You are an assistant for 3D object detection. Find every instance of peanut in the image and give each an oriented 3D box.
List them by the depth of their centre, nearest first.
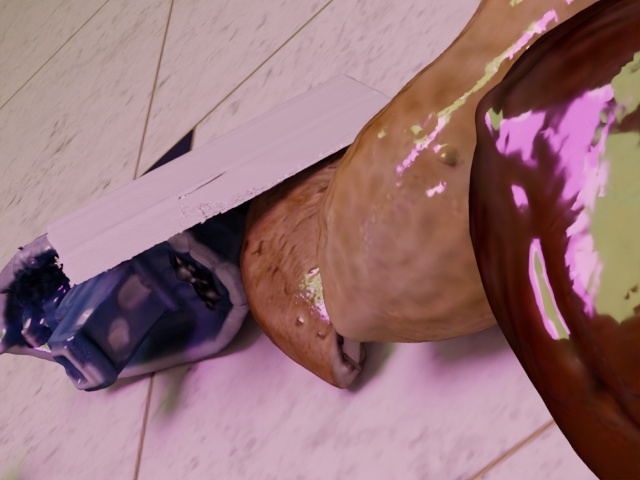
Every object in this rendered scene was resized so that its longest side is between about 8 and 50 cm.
[{"bbox_3d":[0.111,-0.063,0.807,0.313,0.149,0.149,-48,22,18],"label":"peanut"}]

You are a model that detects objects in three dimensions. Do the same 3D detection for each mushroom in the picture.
[{"bbox_3d":[-0.001,-0.001,0.987,0.094,0.072,0.210,-17,36,32],"label":"mushroom"}]

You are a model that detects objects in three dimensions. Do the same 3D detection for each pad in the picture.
[{"bbox_3d":[-0.065,-0.043,1.034,0.232,0.004,0.156,-28,20,-7],"label":"pad"}]

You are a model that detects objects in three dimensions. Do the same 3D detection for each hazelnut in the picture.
[{"bbox_3d":[0.149,-0.004,0.544,0.229,0.229,0.229,-41,25,23],"label":"hazelnut"}]

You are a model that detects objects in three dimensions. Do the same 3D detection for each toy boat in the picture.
[{"bbox_3d":[-0.143,0.043,1.117,0.309,0.129,0.142,-17,26,49],"label":"toy boat"}]
